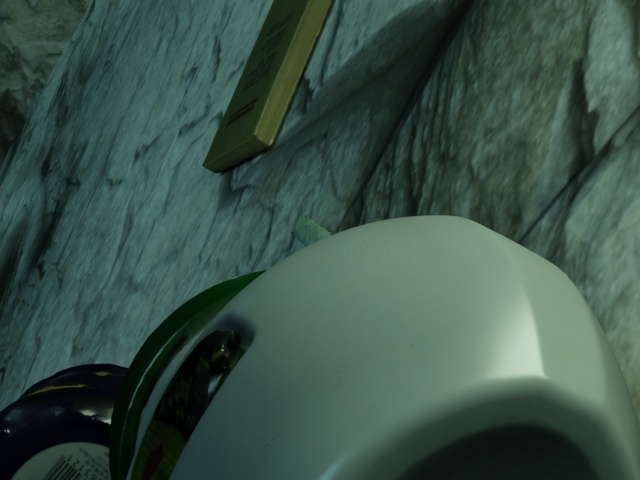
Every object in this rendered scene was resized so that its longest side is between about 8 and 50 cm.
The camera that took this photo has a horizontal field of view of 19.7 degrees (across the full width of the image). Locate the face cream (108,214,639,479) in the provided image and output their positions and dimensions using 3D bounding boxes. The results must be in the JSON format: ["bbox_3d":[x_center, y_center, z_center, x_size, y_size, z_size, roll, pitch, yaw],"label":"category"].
[{"bbox_3d":[0.019,0.137,0.921,0.312,0.219,0.357,-64,14,-1],"label":"face cream"}]

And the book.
[{"bbox_3d":[-0.047,-0.187,1.921,0.161,0.026,0.231,-22,43,66],"label":"book"}]

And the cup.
[{"bbox_3d":[-0.130,0.150,1.270,0.255,0.178,0.256,-46,1,-4],"label":"cup"}]

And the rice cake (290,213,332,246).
[{"bbox_3d":[0.000,0.000,1.517,0.022,0.021,0.121,-57,19,1],"label":"rice cake"}]
